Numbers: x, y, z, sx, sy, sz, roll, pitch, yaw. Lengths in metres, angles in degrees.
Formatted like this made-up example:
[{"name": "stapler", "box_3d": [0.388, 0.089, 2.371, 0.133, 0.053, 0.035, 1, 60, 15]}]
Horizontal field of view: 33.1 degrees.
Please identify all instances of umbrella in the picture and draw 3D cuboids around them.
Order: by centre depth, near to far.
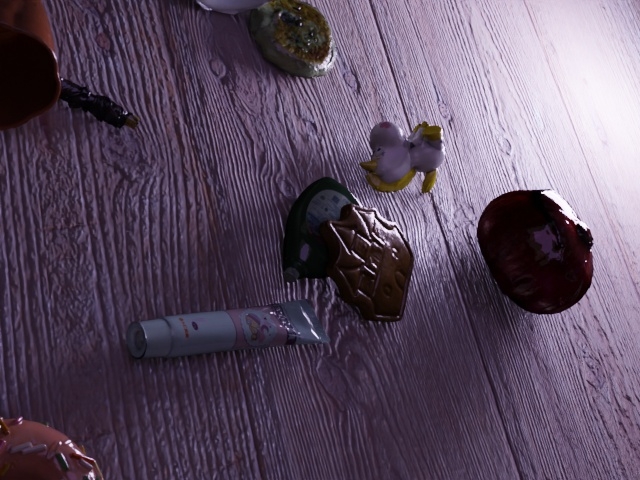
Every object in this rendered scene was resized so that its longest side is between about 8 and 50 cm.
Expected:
[{"name": "umbrella", "box_3d": [-0.340, -0.203, 1.610, 0.144, 0.040, 0.037, 26, 56, -18]}]

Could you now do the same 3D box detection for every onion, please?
[{"name": "onion", "box_3d": [0.395, 0.016, 1.935, 0.246, 0.190, 0.246, 38, 37, -36]}]

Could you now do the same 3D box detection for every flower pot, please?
[{"name": "flower pot", "box_3d": [-0.454, -0.275, 1.484, 0.190, 0.190, 0.173, 15, 40, -30]}]

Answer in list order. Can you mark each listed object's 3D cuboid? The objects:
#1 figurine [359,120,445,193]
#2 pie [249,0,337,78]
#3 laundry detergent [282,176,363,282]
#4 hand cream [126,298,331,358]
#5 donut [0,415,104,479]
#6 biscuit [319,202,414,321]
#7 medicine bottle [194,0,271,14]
[{"name": "figurine", "box_3d": [0.144, -0.149, 1.925, 0.178, 0.109, 0.129, -3, 86, -36]}, {"name": "pie", "box_3d": [-0.047, -0.375, 1.952, 0.187, 0.041, 0.187, 19, 52, -26]}, {"name": "laundry detergent", "box_3d": [0.000, 0.000, 1.725, 0.137, 0.063, 0.211, 44, 44, -15]}, {"name": "hand cream", "box_3d": [-0.127, 0.131, 1.550, 0.331, 0.058, 0.085, 0, 46, -44]}, {"name": "donut", "box_3d": [-0.353, 0.292, 1.238, 0.233, 0.085, 0.199, -7, 66, -42]}, {"name": "biscuit", "box_3d": [0.076, 0.028, 1.730, 0.215, 0.034, 0.182, 38, 53, -36]}, {"name": "medicine bottle", "box_3d": [-0.171, -0.586, 1.889, 0.190, 0.190, 0.332, 3, 61, -37]}]
